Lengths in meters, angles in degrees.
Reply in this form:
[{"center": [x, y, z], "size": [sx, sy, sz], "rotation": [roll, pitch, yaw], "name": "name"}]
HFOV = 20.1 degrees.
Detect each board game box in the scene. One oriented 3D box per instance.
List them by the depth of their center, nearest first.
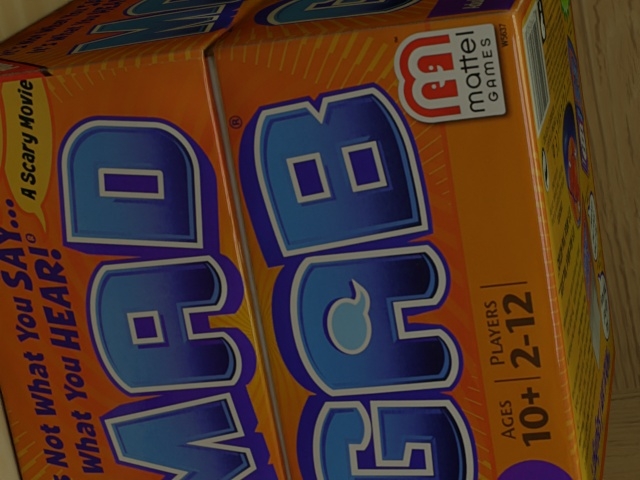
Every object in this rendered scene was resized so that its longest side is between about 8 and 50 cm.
[{"center": [0.000, 0.000, 1.243], "size": [0.356, 0.356, 0.356], "rotation": [-59, 141, -68], "name": "board game box"}]
